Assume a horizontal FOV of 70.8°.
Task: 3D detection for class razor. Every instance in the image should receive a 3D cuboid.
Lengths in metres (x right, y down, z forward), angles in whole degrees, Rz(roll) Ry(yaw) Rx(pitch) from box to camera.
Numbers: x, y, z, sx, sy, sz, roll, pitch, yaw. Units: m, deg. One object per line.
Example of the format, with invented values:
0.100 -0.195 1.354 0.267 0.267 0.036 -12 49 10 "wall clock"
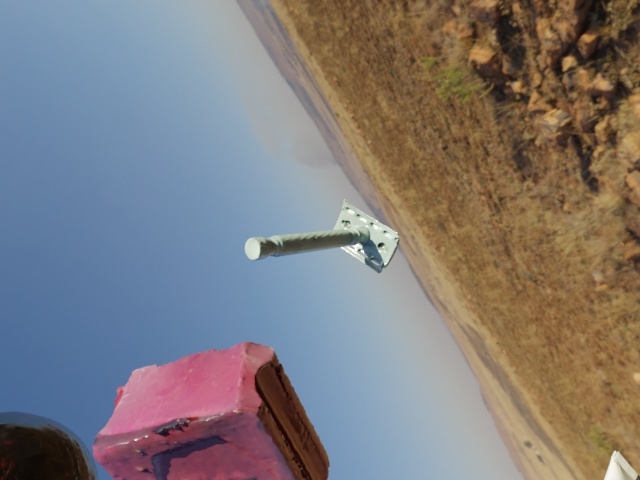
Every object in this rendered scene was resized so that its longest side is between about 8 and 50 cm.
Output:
0.000 0.000 0.573 0.106 0.068 0.232 34 -157 30 "razor"

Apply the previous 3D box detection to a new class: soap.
-0.083 0.230 0.464 0.099 0.162 0.249 -102 -9 -61 "soap"

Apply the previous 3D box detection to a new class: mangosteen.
-0.495 0.397 0.673 0.297 0.297 0.293 56 170 -26 "mangosteen"

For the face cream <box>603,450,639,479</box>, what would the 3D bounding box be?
0.370 0.398 0.580 0.092 0.244 0.058 49 150 5 "face cream"
